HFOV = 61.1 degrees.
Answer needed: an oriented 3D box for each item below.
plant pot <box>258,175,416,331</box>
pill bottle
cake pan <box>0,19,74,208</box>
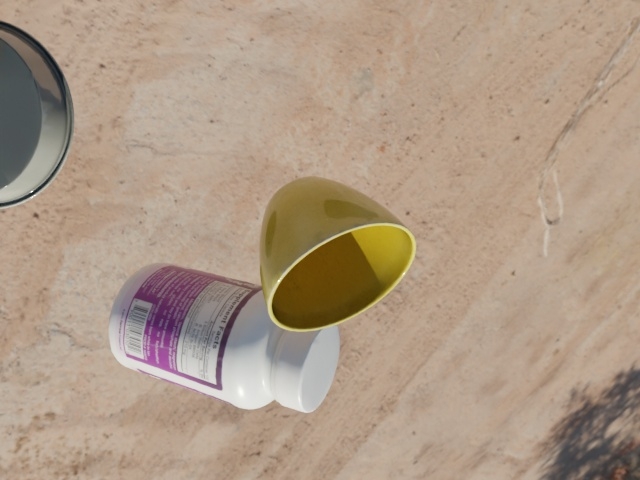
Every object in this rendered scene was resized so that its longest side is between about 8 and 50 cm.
[{"bbox_3d":[0.000,0.000,0.469,0.134,0.095,0.134,-21,145,-15],"label":"plant pot"},{"bbox_3d":[-0.133,0.138,0.770,0.169,0.302,0.169,12,90,-67],"label":"pill bottle"},{"bbox_3d":[-0.525,-0.192,0.820,0.293,0.054,0.293,1,97,5],"label":"cake pan"}]
